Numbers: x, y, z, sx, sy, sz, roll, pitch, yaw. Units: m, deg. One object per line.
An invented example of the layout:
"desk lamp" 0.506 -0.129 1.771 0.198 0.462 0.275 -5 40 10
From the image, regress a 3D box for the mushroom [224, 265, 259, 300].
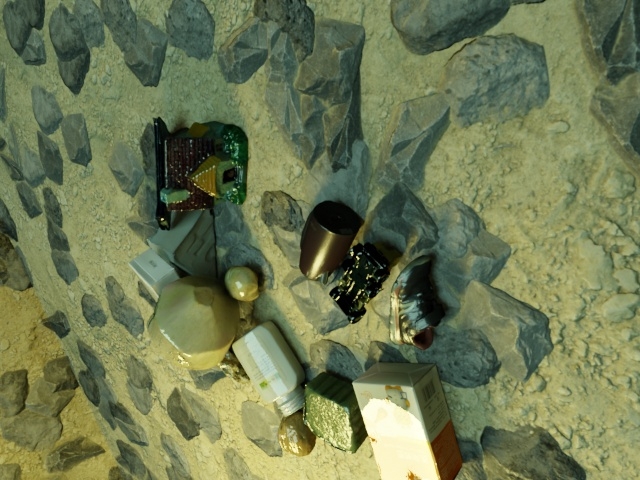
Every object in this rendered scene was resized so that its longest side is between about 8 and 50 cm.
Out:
"mushroom" -0.278 0.153 1.915 0.148 0.112 0.148 19 121 36

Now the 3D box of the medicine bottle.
"medicine bottle" -0.168 0.465 1.931 0.179 0.124 0.324 -37 79 21

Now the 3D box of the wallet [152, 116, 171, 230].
"wallet" -0.558 -0.231 1.903 0.191 0.046 0.379 118 149 -77

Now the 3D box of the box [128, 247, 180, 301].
"box" -0.616 0.189 2.132 0.203 0.116 0.274 32 153 40

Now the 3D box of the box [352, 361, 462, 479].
"box" 0.260 0.547 1.586 0.225 0.143 0.341 -10 99 43

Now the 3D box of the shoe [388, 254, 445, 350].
"shoe" 0.267 0.182 1.453 0.137 0.114 0.291 25 124 38

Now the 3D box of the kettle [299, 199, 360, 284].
"kettle" 0.000 0.000 1.605 0.202 0.144 0.232 58 139 34

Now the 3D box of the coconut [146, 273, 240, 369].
"coconut" -0.448 0.288 1.925 0.353 0.352 0.352 16 117 36

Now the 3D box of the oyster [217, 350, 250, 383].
"oyster" -0.415 0.447 2.135 0.361 0.096 0.221 22 161 40

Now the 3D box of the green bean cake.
"green bean cake" 0.050 0.577 1.794 0.222 0.125 0.227 15 118 33

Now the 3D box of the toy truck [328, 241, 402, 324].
"toy truck" 0.128 0.118 1.545 0.127 0.127 0.257 47 132 25

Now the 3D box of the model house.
"model house" -0.408 -0.240 1.779 0.230 0.249 0.280 22 120 32

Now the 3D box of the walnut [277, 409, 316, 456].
"walnut" -0.084 0.699 1.944 0.166 0.149 0.166 172 90 -67

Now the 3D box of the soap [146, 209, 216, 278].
"soap" -0.469 0.003 2.070 0.159 0.258 0.302 20 162 35
